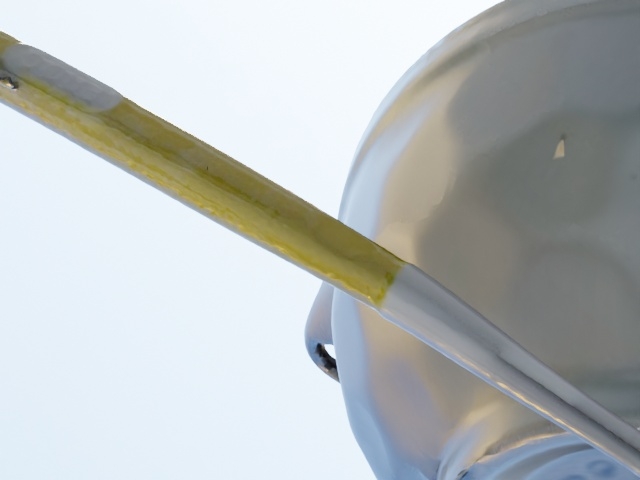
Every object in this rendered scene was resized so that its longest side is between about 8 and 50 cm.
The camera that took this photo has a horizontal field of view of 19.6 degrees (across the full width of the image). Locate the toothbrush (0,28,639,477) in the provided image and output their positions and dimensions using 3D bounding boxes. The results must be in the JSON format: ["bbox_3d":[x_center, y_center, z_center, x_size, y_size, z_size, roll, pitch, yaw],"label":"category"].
[{"bbox_3d":[0.000,0.000,0.452,0.288,0.024,0.021,30,-137,18],"label":"toothbrush"}]

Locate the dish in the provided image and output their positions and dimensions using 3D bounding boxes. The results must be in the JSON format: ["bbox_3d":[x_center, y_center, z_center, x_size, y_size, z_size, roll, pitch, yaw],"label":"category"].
[{"bbox_3d":[0.117,0.061,0.557,0.303,0.303,0.120,45,-135,-20],"label":"dish"}]
